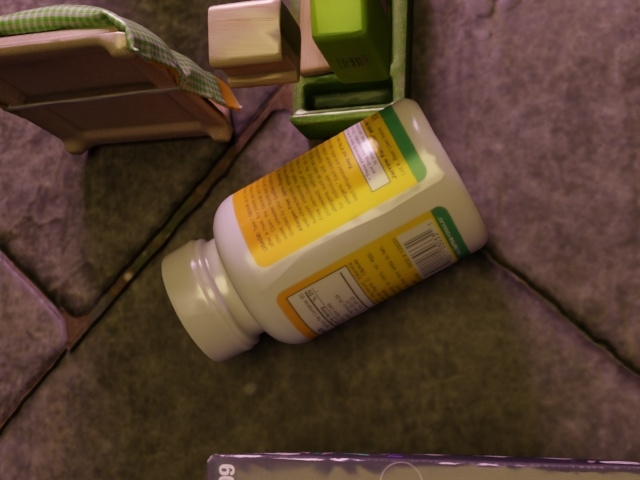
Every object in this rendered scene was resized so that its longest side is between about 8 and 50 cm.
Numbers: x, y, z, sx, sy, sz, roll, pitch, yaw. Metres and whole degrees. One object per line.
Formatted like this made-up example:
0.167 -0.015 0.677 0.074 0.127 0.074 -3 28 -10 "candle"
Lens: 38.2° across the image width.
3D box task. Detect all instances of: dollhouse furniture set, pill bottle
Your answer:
-0.094 -0.168 0.669 0.301 0.197 0.151 -3 77 15 "dollhouse furniture set"
0.000 0.000 0.645 0.208 0.117 0.118 -29 71 7 "pill bottle"

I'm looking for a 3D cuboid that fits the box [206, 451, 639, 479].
0.076 0.214 0.558 0.270 0.143 0.165 -3 77 15 "box"
